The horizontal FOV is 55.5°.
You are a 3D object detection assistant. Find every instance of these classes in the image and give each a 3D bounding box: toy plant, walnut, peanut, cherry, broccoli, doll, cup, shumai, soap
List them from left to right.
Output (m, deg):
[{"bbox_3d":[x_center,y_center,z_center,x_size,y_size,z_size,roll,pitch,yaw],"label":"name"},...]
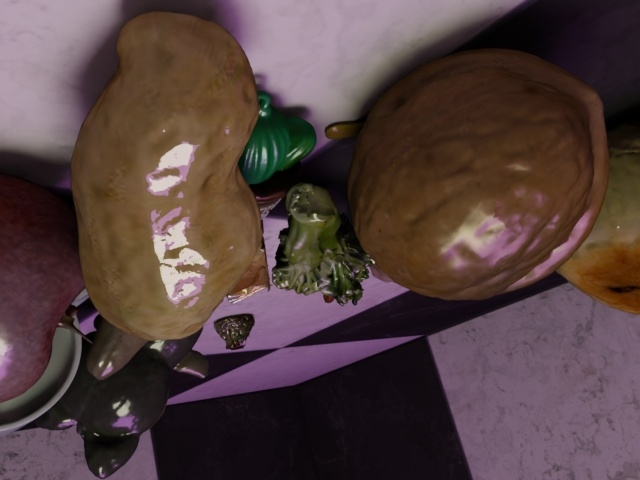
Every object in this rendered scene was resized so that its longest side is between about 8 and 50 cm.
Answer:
[{"bbox_3d":[-0.399,0.043,0.683,0.307,0.261,0.221,25,171,-6],"label":"cherry"},{"bbox_3d":[-0.532,0.173,1.012,0.274,0.259,0.356,-32,-174,43],"label":"cup"},{"bbox_3d":[-0.380,0.207,1.130,0.252,0.382,0.379,21,149,17],"label":"doll"},{"bbox_3d":[-0.153,-0.042,0.626,0.192,0.170,0.387,14,130,0],"label":"peanut"},{"bbox_3d":[-0.230,0.258,1.686,0.123,0.087,0.099,-1,156,-40],"label":"shumai"},{"bbox_3d":[-0.072,-0.104,0.742,0.142,0.105,0.200,-12,151,-29],"label":"toy plant"},{"bbox_3d":[-0.003,-0.007,0.857,0.164,0.146,0.304,16,166,9],"label":"broccoli"},{"bbox_3d":[0.049,-0.152,0.834,0.089,0.012,0.034,-10,161,-17],"label":"soap"},{"bbox_3d":[0.189,-0.078,0.748,0.332,0.333,0.333,-14,162,-5],"label":"walnut"}]

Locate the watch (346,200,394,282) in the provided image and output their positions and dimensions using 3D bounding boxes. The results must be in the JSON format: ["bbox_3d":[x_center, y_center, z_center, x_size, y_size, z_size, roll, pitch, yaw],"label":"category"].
[{"bbox_3d":[0.165,-0.050,1.042,0.253,0.162,0.241,-4,148,-16],"label":"watch"}]

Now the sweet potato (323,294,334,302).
[{"bbox_3d":[0.025,0.153,1.671,0.034,0.034,0.095,-13,162,-9],"label":"sweet potato"}]

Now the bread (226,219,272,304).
[{"bbox_3d":[-0.136,0.001,0.936,0.107,0.136,0.241,-11,160,-5],"label":"bread"}]

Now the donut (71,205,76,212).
[{"bbox_3d":[-0.297,-0.008,0.882,0.190,0.075,0.174,-13,161,-19],"label":"donut"}]

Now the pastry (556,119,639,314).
[{"bbox_3d":[0.597,-0.050,1.082,0.388,0.313,0.388,15,153,8],"label":"pastry"}]
